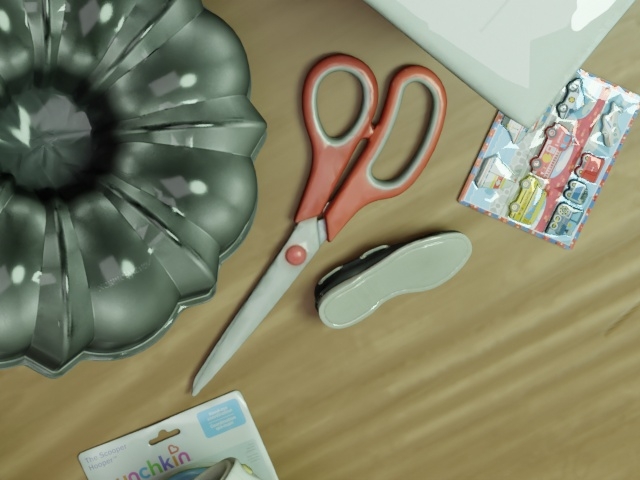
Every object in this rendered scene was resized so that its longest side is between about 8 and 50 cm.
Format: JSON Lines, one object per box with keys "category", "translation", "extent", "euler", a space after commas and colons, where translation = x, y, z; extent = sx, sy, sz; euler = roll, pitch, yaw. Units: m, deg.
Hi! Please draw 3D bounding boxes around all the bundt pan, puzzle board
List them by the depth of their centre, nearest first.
{"category": "bundt pan", "translation": [-0.185, -0.067, 1.170], "extent": [0.330, 0.124, 0.331], "euler": [0, 90, -14]}
{"category": "puzzle board", "translation": [0.172, -0.067, 1.296], "extent": [0.096, 0.011, 0.128], "euler": [22, 101, -8]}

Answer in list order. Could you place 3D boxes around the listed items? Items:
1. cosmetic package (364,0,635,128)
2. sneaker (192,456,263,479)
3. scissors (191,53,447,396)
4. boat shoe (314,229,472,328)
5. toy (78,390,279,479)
{"category": "cosmetic package", "translation": [0.059, -0.337, 1.061], "extent": [0.393, 0.327, 0.329], "euler": [38, 99, -12]}
{"category": "sneaker", "translation": [-0.115, 0.291, 1.274], "extent": [0.169, 0.108, 0.292], "euler": [40, 94, -13]}
{"category": "scissors", "translation": [0.000, 0.000, 1.298], "extent": [0.109, 0.021, 0.297], "euler": [20, 101, -10]}
{"category": "boat shoe", "translation": [0.052, 0.023, 1.299], "extent": [0.125, 0.038, 0.046], "euler": [-30, 123, 6]}
{"category": "toy", "translation": [-0.079, 0.251, 1.339], "extent": [0.136, 0.056, 0.237], "euler": [-22, 104, 2]}
